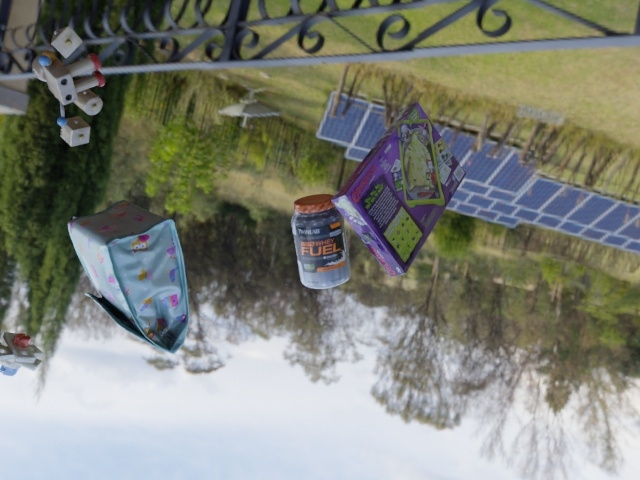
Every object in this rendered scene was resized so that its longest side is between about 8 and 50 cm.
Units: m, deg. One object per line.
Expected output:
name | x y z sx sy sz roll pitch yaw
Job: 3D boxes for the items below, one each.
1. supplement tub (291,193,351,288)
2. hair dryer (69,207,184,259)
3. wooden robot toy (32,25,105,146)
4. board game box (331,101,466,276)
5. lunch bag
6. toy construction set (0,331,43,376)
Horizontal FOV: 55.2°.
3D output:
supplement tub | 0.000 0.000 1.347 0.117 0.190 0.117 -9 -163 3
hair dryer | -0.416 0.043 1.386 0.293 0.080 0.223 42 -147 23
wooden robot toy | -0.331 -0.211 0.789 0.079 0.076 0.173 39 146 22
board game box | 0.176 -0.115 1.280 0.056 0.347 0.208 -13 120 46
lunch bag | -0.358 0.077 1.183 0.160 0.262 0.223 -25 -151 -32
toy construction set | -0.710 0.301 1.234 0.151 0.328 0.215 38 178 -30
